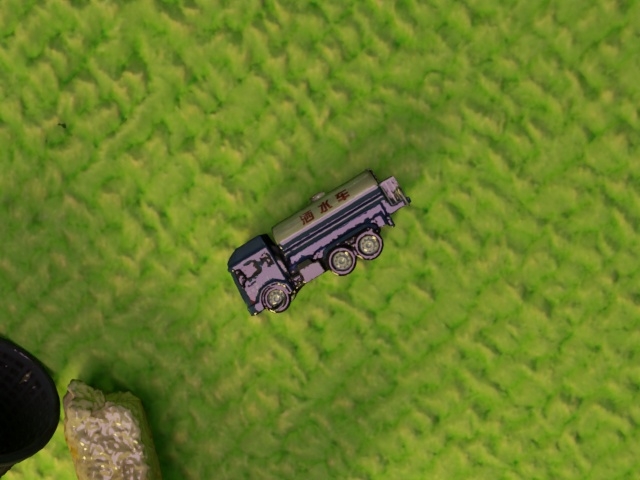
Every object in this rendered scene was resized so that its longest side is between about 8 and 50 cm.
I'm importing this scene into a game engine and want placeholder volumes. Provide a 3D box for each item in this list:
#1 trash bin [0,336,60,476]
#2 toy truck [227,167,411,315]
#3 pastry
[{"bbox_3d":[-0.393,0.209,0.637,0.175,0.175,0.161,37,109,-4],"label":"trash bin"},{"bbox_3d":[0.000,0.000,0.631,0.202,0.074,0.088,-31,92,5],"label":"toy truck"},{"bbox_3d":[-0.216,0.270,0.654,0.089,0.121,0.258,-11,82,-29],"label":"pastry"}]
